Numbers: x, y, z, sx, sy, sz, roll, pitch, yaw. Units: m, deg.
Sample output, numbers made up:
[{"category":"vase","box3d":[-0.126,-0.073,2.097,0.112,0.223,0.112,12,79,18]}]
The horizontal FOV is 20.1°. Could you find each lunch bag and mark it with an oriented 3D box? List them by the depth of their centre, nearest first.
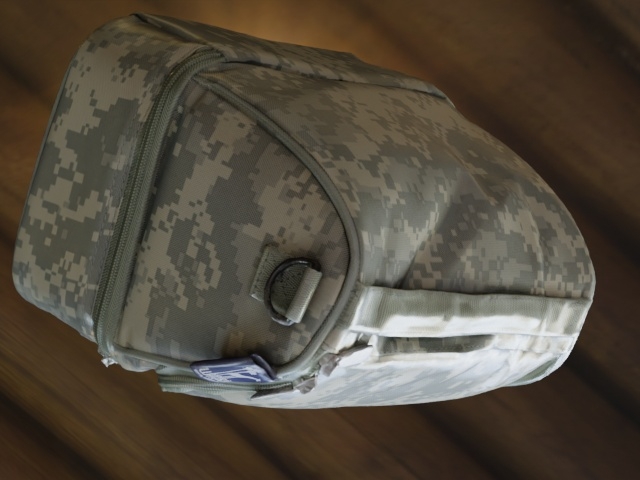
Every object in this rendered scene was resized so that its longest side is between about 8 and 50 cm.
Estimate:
[{"category":"lunch bag","box3d":[0.000,0.000,1.112,0.305,0.256,0.213,5,-74,-52]}]
